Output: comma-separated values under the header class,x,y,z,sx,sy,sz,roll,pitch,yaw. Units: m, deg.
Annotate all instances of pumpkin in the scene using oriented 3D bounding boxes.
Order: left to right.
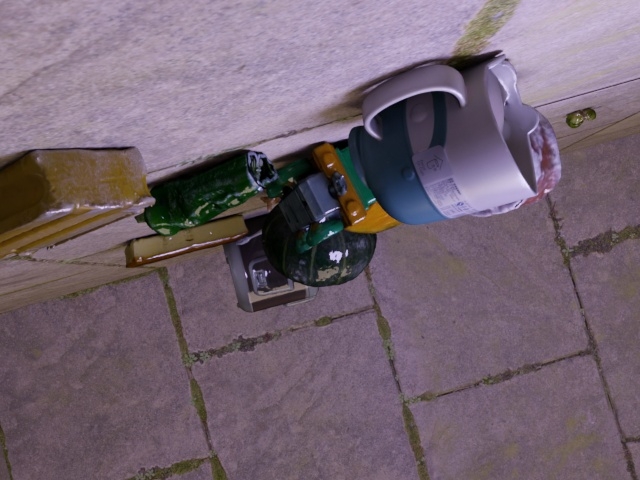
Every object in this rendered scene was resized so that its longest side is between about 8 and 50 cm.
class,x,y,z,sx,sy,sz,roll,pitch,yaw
pumpkin,0.000,0.000,1.909,0.300,0.207,0.300,2,-151,-1
pumpkin,0.172,-0.122,1.799,0.312,0.148,0.169,-25,-169,20

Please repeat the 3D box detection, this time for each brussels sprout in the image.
class,x,y,z,sx,sy,sz,roll,pitch,yaw
brussels sprout,0.741,-0.352,2.101,0.083,0.046,0.051,-26,173,6

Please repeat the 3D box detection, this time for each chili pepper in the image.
class,x,y,z,sx,sy,sz,roll,pitch,yaw
chili pepper,-0.220,-0.082,1.348,0.270,0.099,0.136,-23,-159,16

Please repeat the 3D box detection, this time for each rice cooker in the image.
class,x,y,z,sx,sy,sz,roll,pitch,yaw
rice cooker,-0.153,0.071,2.518,0.325,0.335,0.335,-14,177,-8

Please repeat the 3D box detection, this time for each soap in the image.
class,x,y,z,sx,sy,sz,roll,pitch,yaw
soap,-0.406,-0.043,1.051,0.315,0.091,0.199,-19,177,36

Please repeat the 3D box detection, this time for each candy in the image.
class,x,y,z,sx,sy,sz,roll,pitch,yaw
candy,0.301,-0.157,1.359,0.157,0.214,0.289,-18,-156,-35

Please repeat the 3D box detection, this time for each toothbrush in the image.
class,x,y,z,sx,sy,sz,roll,pitch,yaw
toothbrush,-0.151,-0.039,2.194,0.286,0.020,0.025,-25,176,36

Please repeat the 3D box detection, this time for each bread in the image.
class,x,y,z,sx,sy,sz,roll,pitch,yaw
bread,-0.407,0.002,2.226,0.361,0.077,0.138,-15,178,-23

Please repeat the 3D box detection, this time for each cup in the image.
class,x,y,z,sx,sy,sz,roll,pitch,yaw
cup,0.186,-0.158,1.142,0.257,0.219,0.289,-17,147,27

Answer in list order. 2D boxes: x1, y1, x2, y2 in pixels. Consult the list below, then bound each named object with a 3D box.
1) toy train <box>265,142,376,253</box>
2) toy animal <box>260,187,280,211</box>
class,x,y,z,sx,sy,sz,roll,pitch,yaw
toy train,0.034,-0.110,1.577,0.249,0.178,0.429,-28,-179,-12
toy animal,-0.104,-0.105,1.850,0.060,0.081,0.083,-13,161,31
